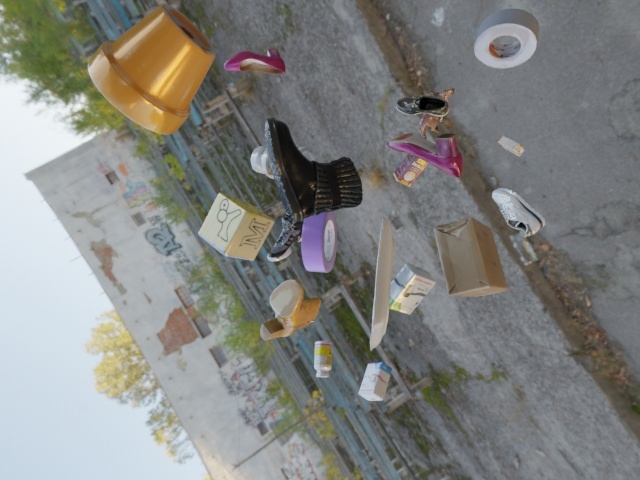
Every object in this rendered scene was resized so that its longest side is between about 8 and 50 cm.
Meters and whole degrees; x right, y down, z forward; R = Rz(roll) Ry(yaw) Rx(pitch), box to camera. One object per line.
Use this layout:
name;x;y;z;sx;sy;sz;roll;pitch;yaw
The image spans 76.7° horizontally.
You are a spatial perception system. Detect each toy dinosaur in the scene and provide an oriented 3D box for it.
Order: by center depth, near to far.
toy dinosaur;0.599;-0.681;2.186;0.127;0.296;0.200;30;-173;20

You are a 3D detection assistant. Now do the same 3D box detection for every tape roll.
tape roll;0.700;-0.756;1.526;0.218;0.073;0.219;15;163;5
tape roll;0.000;0.000;1.760;0.274;0.090;0.275;2;-90;-75

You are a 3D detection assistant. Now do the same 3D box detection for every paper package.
paper package;0.644;0.079;1.724;0.324;0.168;0.310;10;-114;-52

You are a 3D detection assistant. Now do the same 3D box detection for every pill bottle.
pill bottle;0.006;0.292;0.994;0.043;0.043;0.084;81;-170;-67
pill bottle;-0.143;-0.289;1.497;0.229;0.131;0.131;15;144;34

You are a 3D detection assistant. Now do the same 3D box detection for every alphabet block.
alphabet block;-0.342;-0.054;1.655;0.192;0.197;0.193;34;-172;27

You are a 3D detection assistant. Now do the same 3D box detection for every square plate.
square plate;0.198;0.153;1.299;0.344;0.049;0.348;78;-161;-64

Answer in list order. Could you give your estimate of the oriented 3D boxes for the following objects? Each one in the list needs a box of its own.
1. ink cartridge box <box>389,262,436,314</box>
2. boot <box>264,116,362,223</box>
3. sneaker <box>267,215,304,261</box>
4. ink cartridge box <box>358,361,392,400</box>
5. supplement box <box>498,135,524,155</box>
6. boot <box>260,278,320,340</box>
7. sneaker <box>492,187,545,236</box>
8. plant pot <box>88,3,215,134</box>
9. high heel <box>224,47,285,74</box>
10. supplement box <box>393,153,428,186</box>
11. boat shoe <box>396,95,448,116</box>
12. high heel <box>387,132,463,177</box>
ink cartridge box;0.400;0.222;1.839;0.152;0.209;0.087;19;-156;-31
boot;-0.022;-0.242;1.295;0.131;0.259;0.349;-149;40;-69
sneaker;-0.174;-0.027;1.961;0.101;0.268;0.153;20;142;40
ink cartridge box;0.198;0.509;1.461;0.052;0.123;0.088;36;144;-17
supplement box;0.838;-0.416;1.778;0.062;0.036;0.098;25;-159;-36
boot;-0.073;0.217;1.370;0.104;0.211;0.295;49;128;25
sneaker;0.753;-0.114;1.580;0.235;0.094;0.090;51;175;35
plant pot;-0.323;-0.358;0.826;0.205;0.187;0.205;44;-160;-21
high heel;-0.269;-0.713;1.670;0.082;0.243;0.117;115;138;-71
supplement box;0.526;-0.419;2.346;0.104;0.188;0.081;19;-143;-25
boat shoe;0.434;-0.585;1.733;0.227;0.081;0.068;12;175;21
high heel;0.439;-0.364;1.751;0.377;0.127;0.182;23;138;55
